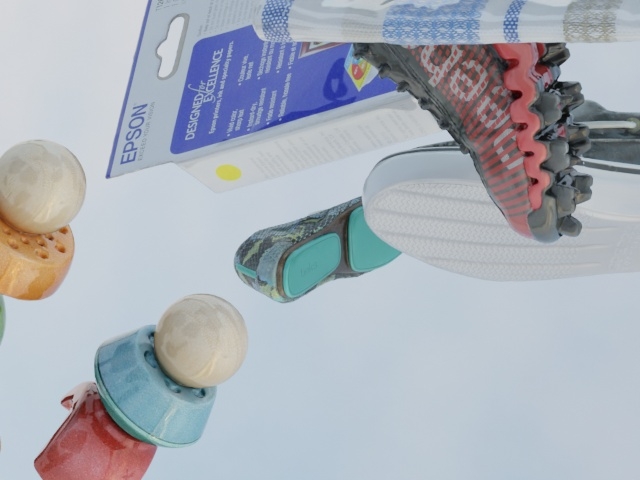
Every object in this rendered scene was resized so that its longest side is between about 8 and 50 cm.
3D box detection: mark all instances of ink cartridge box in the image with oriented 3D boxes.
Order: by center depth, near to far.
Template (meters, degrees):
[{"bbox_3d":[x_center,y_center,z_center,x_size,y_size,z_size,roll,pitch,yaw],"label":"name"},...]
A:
[{"bbox_3d":[-0.022,-0.183,1.695,0.307,0.072,0.303,-15,-134,27],"label":"ink cartridge box"}]

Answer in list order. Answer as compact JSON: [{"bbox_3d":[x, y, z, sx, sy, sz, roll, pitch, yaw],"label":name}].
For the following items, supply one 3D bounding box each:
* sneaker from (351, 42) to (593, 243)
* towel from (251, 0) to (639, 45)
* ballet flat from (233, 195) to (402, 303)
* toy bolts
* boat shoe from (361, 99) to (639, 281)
[{"bbox_3d":[0.091,-0.122,1.267,0.135,0.097,0.276,-18,-84,20],"label":"sneaker"},{"bbox_3d":[0.125,-0.155,0.993,0.285,0.209,0.034,3,-59,27],"label":"towel"},{"bbox_3d":[0.000,0.000,1.488,0.070,0.188,0.070,8,-76,34],"label":"ballet flat"},{"bbox_3d":[-0.160,0.066,1.176,0.158,0.228,0.218,-45,-160,25],"label":"toy bolts"},{"bbox_3d":[0.191,-0.045,1.444,0.121,0.335,0.119,112,-23,-53],"label":"boat shoe"}]
